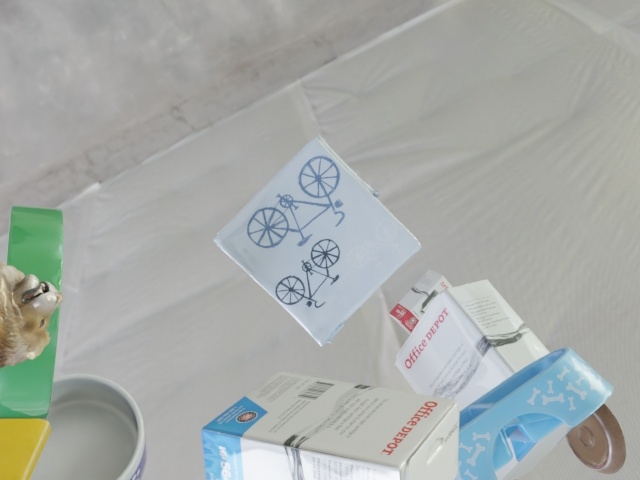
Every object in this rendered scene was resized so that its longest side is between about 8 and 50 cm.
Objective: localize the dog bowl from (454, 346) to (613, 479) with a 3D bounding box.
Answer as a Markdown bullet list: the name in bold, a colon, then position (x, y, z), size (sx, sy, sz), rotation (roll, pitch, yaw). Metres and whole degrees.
- **dog bowl**: position (0.224, 0.235, 1.062), size (0.297, 0.074, 0.166), rotation (-32, 172, -9)

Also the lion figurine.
- **lion figurine**: position (-0.428, 0.144, 0.883), size (0.142, 0.240, 0.392), rotation (-3, -139, 21)

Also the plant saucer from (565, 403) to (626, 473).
- **plant saucer**: position (0.551, 0.398, 1.721), size (0.029, 0.168, 0.168), rotation (-14, -158, -24)

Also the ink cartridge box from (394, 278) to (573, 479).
- **ink cartridge box**: position (0.306, 0.259, 1.547), size (0.129, 0.223, 0.307), rotation (-10, -129, -38)

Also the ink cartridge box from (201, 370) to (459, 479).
- **ink cartridge box**: position (0.014, 0.200, 0.802), size (0.203, 0.085, 0.148), rotation (5, -164, 27)

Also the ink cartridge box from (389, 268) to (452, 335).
- **ink cartridge box**: position (0.231, 0.145, 1.811), size (0.135, 0.099, 0.056), rotation (-48, -153, -5)

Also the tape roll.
- **tape roll**: position (-0.443, 0.108, 1.281), size (0.077, 0.321, 0.321), rotation (4, -159, -21)

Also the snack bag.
- **snack bag**: position (0.000, 0.000, 1.799), size (0.323, 0.342, 0.037), rotation (-46, 177, 2)

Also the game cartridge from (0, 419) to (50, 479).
- **game cartridge**: position (-0.626, 0.398, 1.339), size (0.286, 0.052, 0.323), rotation (16, -130, -3)

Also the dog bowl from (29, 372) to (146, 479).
- **dog bowl**: position (-0.459, 0.387, 1.569), size (0.265, 0.104, 0.264), rotation (3, -128, -3)
